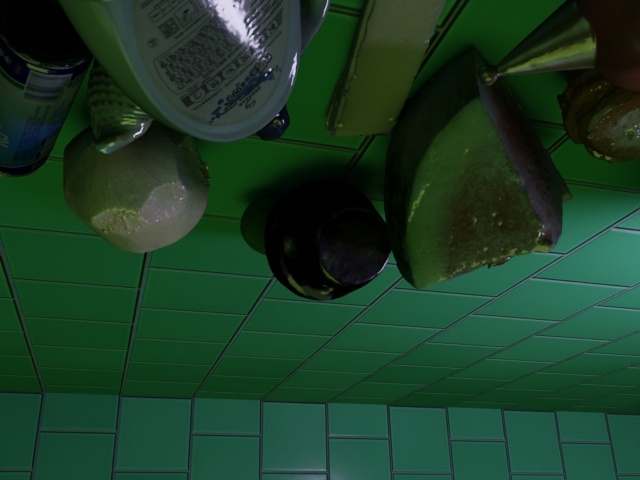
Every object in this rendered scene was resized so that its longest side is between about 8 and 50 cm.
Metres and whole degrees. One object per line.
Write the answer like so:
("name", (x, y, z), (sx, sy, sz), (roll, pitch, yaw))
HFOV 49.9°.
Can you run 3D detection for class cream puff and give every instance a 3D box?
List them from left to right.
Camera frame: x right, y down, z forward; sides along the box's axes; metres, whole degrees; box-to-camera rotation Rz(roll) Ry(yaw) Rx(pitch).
("cream puff", (0.325, -0.154, 0.739), (0.143, 0.103, 0.126), (15, 139, -32))

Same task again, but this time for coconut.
("coconut", (-0.218, -0.077, 0.818), (0.170, 0.171, 0.183), (-2, 159, 1))

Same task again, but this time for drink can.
("drink can", (-0.304, -0.156, 0.712), (0.097, 0.097, 0.235), (12, 154, -28))

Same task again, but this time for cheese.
("cheese", (0.076, -0.215, 0.671), (0.085, 0.034, 0.400), (3, 156, -9))

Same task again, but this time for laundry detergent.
("laundry detergent", (-0.072, -0.183, 0.571), (0.105, 0.215, 0.280), (36, 173, 28))

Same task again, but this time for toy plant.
("toy plant", (0.000, 0.000, 1.019), (0.218, 0.176, 0.235), (21, 176, -28))

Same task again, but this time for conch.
("conch", (-0.176, -0.162, 0.692), (0.153, 0.102, 0.135), (-29, -167, -10))

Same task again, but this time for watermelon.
("watermelon", (0.179, -0.063, 0.824), (0.231, 0.193, 0.310), (30, 124, 10))

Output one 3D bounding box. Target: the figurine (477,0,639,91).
("figurine", (0.309, -0.220, 0.539), (0.386, 0.166, 0.207), (-21, -173, 25))
